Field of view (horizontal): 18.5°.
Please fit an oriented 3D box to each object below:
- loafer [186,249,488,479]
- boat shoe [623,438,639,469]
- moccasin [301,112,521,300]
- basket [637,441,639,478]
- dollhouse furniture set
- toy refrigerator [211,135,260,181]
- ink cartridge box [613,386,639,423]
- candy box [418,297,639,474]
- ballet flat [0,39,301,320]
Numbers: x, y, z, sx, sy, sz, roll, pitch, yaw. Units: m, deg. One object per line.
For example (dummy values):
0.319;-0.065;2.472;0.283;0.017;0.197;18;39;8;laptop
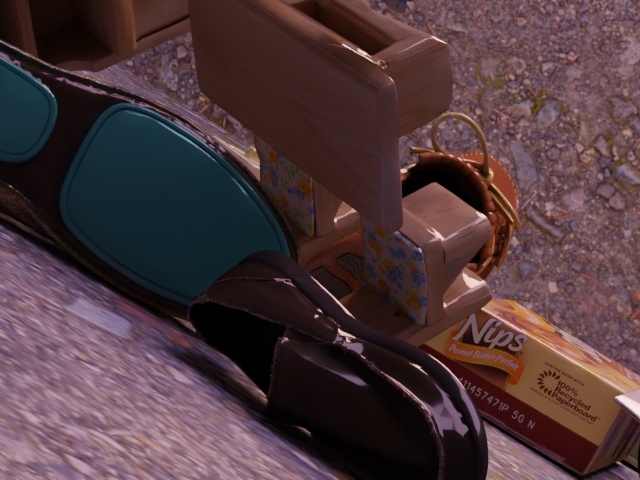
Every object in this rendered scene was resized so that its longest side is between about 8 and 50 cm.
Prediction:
0.003;0.088;1.115;0.078;0.080;0.220;-19;40;-39;loafer
0.307;0.182;1.999;0.228;0.081;0.069;38;2;6;boat shoe
0.106;-0.023;1.780;0.139;0.147;0.380;53;26;10;moccasin
0.423;0.222;1.834;0.227;0.154;0.204;23;-5;-29;basket
-0.100;-0.128;1.368;0.394;0.256;0.362;38;-34;40;dollhouse furniture set
0.000;0.000;1.886;0.269;0.094;0.102;27;6;-31;toy refrigerator
0.417;0.201;1.673;0.296;0.066;0.261;-13;42;-46;ink cartridge box
0.207;0.129;1.818;0.183;0.087;0.316;31;4;15;candy box
-0.170;-0.053;1.283;0.349;0.123;0.123;30;4;-8;ballet flat
